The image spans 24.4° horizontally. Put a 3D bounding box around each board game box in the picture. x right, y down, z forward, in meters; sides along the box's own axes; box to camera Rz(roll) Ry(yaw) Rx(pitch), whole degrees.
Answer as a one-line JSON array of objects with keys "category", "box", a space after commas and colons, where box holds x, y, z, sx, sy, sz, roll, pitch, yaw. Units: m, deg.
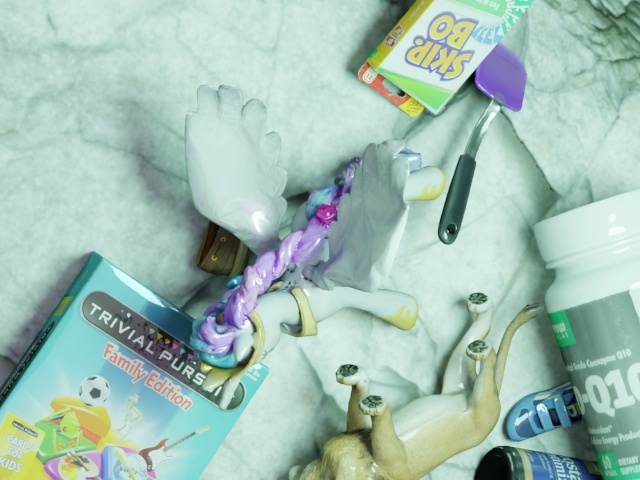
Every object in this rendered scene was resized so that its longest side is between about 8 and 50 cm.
[{"category": "board game box", "box": [0.169, -0.270, 1.840, 0.124, 0.039, 0.259, 31, 108, -39]}, {"category": "board game box", "box": [-0.260, 0.223, 1.789, 0.254, 0.079, 0.336, 35, 85, -18]}]

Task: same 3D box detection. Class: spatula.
[{"category": "spatula", "box": [0.200, -0.126, 1.878, 0.084, 0.030, 0.296, 29, 69, -23]}]

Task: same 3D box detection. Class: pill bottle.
[{"category": "pill bottle", "box": [0.323, 0.347, 1.965, 0.219, 0.123, 0.123, 12, 92, -19]}, {"category": "pill bottle", "box": [0.407, 0.125, 1.888, 0.204, 0.204, 0.361, -17, 85, -15]}]

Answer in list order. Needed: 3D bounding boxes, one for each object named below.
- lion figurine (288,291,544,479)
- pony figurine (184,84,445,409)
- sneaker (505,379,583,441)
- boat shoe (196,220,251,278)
[{"category": "lion figurine", "box": [0.129, 0.239, 1.882, 0.392, 0.142, 0.240, -22, 125, -21]}, {"category": "pony figurine", "box": [0.000, 0.000, 1.722, 0.363, 0.303, 0.351, -20, 127, -51]}, {"category": "sneaker", "box": [0.314, 0.227, 1.982, 0.144, 0.059, 0.053, -26, 105, -12]}, {"category": "boat shoe", "box": [-0.111, -0.042, 1.816, 0.060, 0.064, 0.178, 8, 96, -20]}]
